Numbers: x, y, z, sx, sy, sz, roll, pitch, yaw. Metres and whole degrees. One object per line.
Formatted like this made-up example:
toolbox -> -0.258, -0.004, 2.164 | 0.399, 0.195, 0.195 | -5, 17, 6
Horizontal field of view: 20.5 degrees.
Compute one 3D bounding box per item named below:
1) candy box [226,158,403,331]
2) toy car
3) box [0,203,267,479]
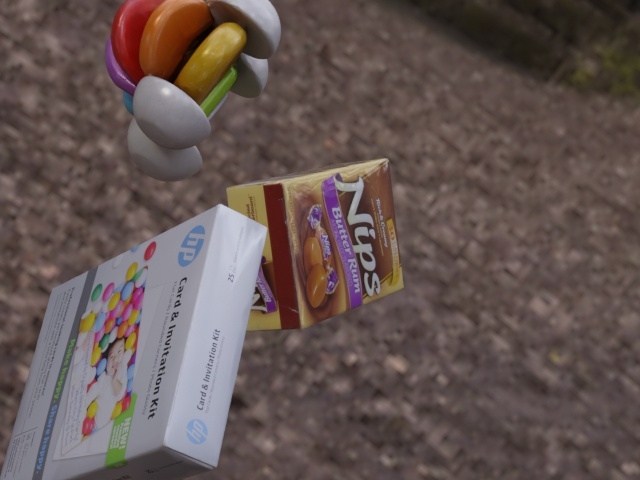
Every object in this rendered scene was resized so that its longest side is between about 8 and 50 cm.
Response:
candy box -> 0.000, 0.000, 1.344 | 0.053, 0.109, 0.187 | -5, 6, 26
toy car -> -0.129, -0.154, 1.571 | 0.136, 0.159, 0.182 | 35, -22, 4
box -> -0.110, 0.074, 1.002 | 0.038, 0.186, 0.145 | 28, 59, -30
